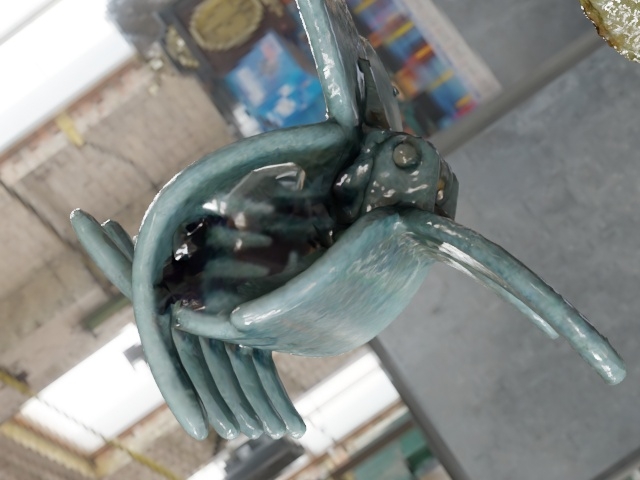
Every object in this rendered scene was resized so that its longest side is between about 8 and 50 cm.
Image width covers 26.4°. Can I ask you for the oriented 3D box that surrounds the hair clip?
[{"bbox_3d":[0.000,0.000,0.948,0.392,0.238,0.318,56,-175,12],"label":"hair clip"}]

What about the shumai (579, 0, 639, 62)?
[{"bbox_3d":[0.159,-0.144,0.634,0.124,0.099,0.087,34,-153,-39],"label":"shumai"}]
